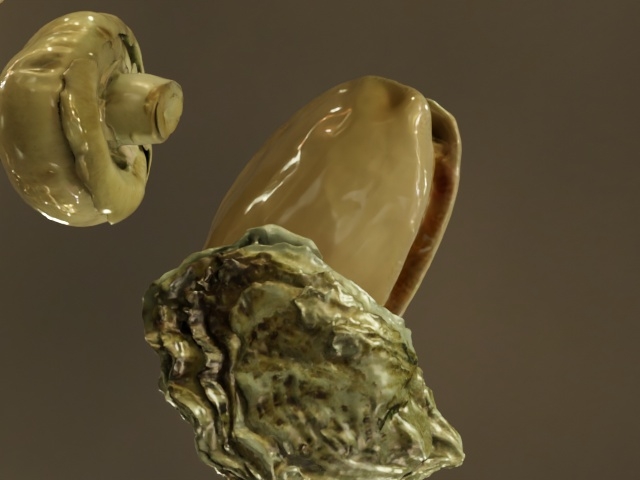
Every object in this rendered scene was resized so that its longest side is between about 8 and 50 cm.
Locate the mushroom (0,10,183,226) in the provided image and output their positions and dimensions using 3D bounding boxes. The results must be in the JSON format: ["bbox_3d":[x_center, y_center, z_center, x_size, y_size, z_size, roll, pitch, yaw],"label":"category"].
[{"bbox_3d":[-0.153,-0.085,1.153,0.122,0.154,0.154,-4,-81,15],"label":"mushroom"}]

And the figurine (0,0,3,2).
[{"bbox_3d":[-0.120,-0.138,0.565,0.112,0.229,0.137,24,-90,27],"label":"figurine"}]

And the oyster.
[{"bbox_3d":[-0.010,0.073,0.869,0.125,0.064,0.177,-36,-75,-4],"label":"oyster"}]

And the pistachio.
[{"bbox_3d":[0.000,0.000,1.064,0.223,0.126,0.152,-50,-125,10],"label":"pistachio"}]
